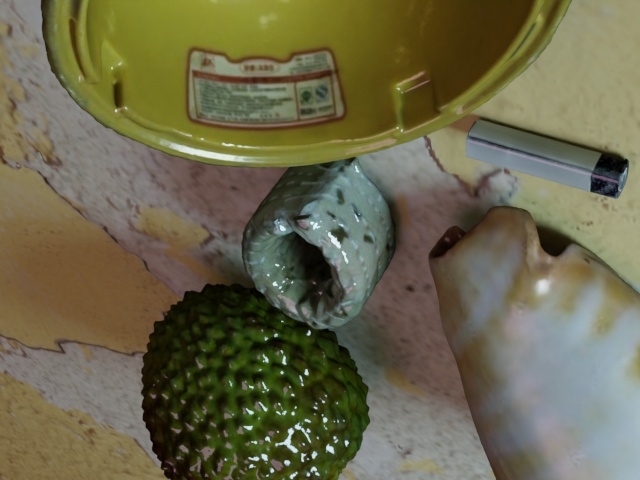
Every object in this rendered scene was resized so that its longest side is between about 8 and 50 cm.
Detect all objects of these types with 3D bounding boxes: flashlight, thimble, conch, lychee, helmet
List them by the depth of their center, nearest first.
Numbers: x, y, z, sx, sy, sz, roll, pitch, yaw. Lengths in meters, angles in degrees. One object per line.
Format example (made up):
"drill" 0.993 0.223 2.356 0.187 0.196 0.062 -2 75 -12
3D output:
"helmet" -0.007 -0.144 0.506 0.205 0.140 0.257 3 152 -17
"flashlight" 0.116 -0.042 0.642 0.083 0.018 0.018 18 142 22
"conch" 0.143 0.109 0.714 0.255 0.127 0.158 44 146 -14
"thimble" 0.000 0.000 0.757 0.084 0.062 0.110 27 147 9
"lychee" -0.047 0.107 0.861 0.171 0.171 0.171 23 145 17
